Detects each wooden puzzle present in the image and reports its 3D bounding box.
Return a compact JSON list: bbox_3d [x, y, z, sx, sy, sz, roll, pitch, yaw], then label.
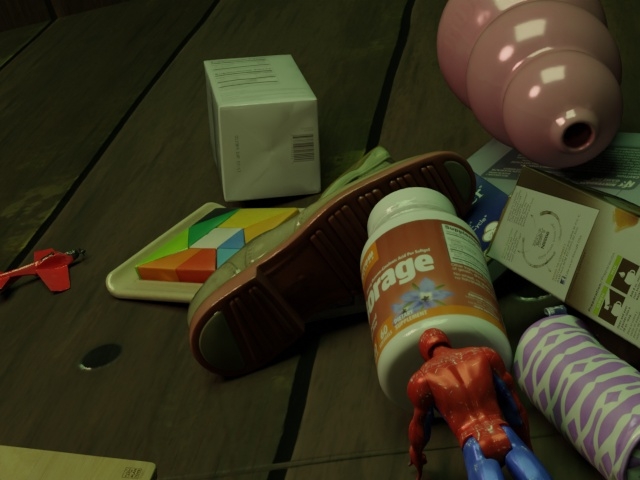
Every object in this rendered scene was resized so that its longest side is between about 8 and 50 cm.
[{"bbox_3d":[-0.121,0.009,1.491,0.238,0.044,0.221,6,34,40],"label":"wooden puzzle"}]

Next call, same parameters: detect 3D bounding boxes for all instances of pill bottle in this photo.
[{"bbox_3d":[0.101,0.050,1.123,0.121,0.121,0.216,-15,39,5],"label":"pill bottle"}]

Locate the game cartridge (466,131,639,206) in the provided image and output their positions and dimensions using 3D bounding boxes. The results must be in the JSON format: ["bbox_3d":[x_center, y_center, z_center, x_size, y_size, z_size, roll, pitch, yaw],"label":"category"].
[{"bbox_3d":[0.286,-0.061,1.366,0.297,0.062,0.198,9,40,43],"label":"game cartridge"}]

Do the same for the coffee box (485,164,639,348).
[{"bbox_3d":[0.280,0.023,1.074,0.141,0.098,0.246,16,10,-29],"label":"coffee box"}]

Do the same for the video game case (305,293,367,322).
[{"bbox_3d":[-0.002,0.059,1.338,0.122,0.011,0.087,-12,33,12],"label":"video game case"}]

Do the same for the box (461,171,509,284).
[{"bbox_3d":[0.137,-0.014,1.314,0.136,0.036,0.225,-43,30,-1],"label":"box"}]

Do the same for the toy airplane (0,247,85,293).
[{"bbox_3d":[-0.388,0.040,1.616,0.151,0.028,0.151,-13,26,7],"label":"toy airplane"}]

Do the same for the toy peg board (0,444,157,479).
[{"bbox_3d":[-0.237,0.264,1.032,0.160,0.079,0.161,5,30,9],"label":"toy peg board"}]

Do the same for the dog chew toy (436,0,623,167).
[{"bbox_3d":[0.251,-0.197,1.387,0.206,0.207,0.332,-15,33,4],"label":"dog chew toy"}]

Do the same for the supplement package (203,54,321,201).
[{"bbox_3d":[-0.085,-0.165,1.686,0.133,0.139,0.244,-6,24,-8],"label":"supplement package"}]

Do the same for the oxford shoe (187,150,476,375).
[{"bbox_3d":[0.000,0.000,1.277,0.348,0.123,0.130,-31,27,-2],"label":"oxford shoe"}]

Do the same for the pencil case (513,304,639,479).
[{"bbox_3d":[0.233,0.133,0.972,0.088,0.086,0.206,0,22,-17],"label":"pencil case"}]

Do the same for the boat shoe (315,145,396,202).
[{"bbox_3d":[0.046,-0.041,1.446,0.073,0.080,0.223,34,40,8],"label":"boat shoe"}]

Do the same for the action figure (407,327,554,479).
[{"bbox_3d":[0.137,0.191,0.923,0.091,0.139,0.280,-18,47,-8],"label":"action figure"}]
